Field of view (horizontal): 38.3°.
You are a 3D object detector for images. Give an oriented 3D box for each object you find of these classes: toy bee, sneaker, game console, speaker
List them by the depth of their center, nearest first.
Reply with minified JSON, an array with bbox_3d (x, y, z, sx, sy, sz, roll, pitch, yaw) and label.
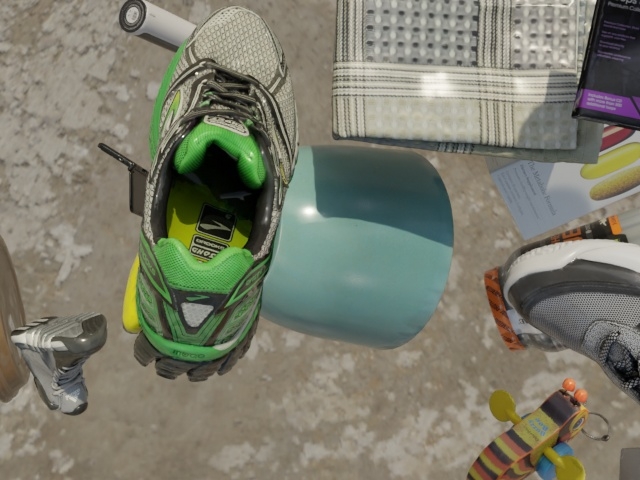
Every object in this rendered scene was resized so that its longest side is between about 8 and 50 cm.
[{"bbox_3d":[0.233,0.104,0.597,0.268,0.153,0.101,22,146,13],"label":"sneaker"},{"bbox_3d":[-0.070,-0.068,0.736,0.134,0.344,0.146,10,144,-12],"label":"sneaker"},{"bbox_3d":[-0.323,0.168,1.212,0.086,0.228,0.132,-23,101,-34],"label":"sneaker"},{"bbox_3d":[-0.242,-0.325,1.409,0.055,0.055,0.136,-50,155,15],"label":"speaker"},{"bbox_3d":[-0.320,-0.096,1.504,0.107,0.122,0.071,32,87,5],"label":"game console"},{"bbox_3d":[0.365,0.299,1.509,0.195,0.298,0.162,26,134,23],"label":"toy bee"}]

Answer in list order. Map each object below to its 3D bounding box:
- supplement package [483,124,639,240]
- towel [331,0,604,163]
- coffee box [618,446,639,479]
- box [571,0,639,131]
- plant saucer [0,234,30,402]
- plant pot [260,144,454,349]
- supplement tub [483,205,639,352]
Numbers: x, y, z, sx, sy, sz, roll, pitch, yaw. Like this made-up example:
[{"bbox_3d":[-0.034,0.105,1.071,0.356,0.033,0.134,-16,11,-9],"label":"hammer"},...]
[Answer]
[{"bbox_3d":[0.356,-0.131,1.265,0.244,0.134,0.139,-25,125,15],"label":"supplement package"},{"bbox_3d":[0.178,-0.251,1.032,0.324,0.056,0.312,4,87,-6],"label":"towel"},{"bbox_3d":[0.323,0.316,0.704,0.118,0.297,0.168,28,152,-30],"label":"coffee box"},{"bbox_3d":[0.317,-0.188,0.889,0.116,0.029,0.162,10,93,-3],"label":"box"},{"bbox_3d":[-0.482,0.104,1.385,0.041,0.278,0.278,-11,115,-11],"label":"plant saucer"},{"bbox_3d":[0.000,0.000,1.277,0.235,0.293,0.293,7,115,-31],"label":"plant pot"},{"bbox_3d":[0.451,0.073,1.561,0.315,0.194,0.194,-21,116,18],"label":"supplement tub"}]
